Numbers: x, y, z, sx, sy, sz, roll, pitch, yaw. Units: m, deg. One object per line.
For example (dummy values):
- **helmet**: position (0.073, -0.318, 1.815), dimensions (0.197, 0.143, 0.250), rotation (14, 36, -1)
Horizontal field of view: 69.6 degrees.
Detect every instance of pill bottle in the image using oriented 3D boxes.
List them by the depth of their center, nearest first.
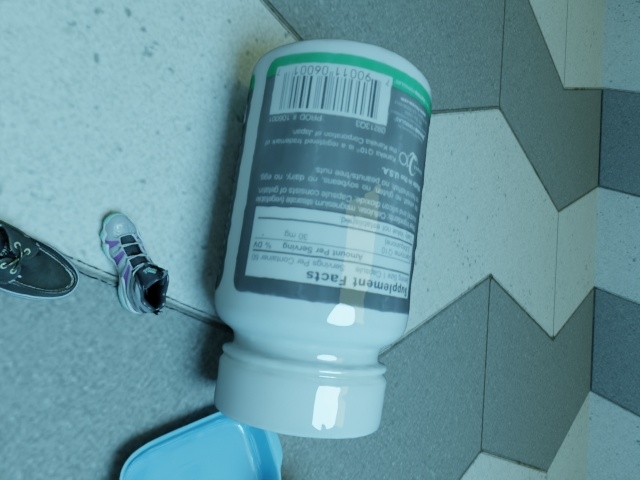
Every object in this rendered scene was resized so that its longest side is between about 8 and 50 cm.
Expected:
- **pill bottle**: position (0.000, 0.000, 0.494), dimensions (0.204, 0.204, 0.360), rotation (16, 80, -46)

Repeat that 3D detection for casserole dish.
- **casserole dish**: position (-0.120, 0.243, 0.468), dimensions (0.189, 0.037, 0.114), rotation (-7, 73, -46)

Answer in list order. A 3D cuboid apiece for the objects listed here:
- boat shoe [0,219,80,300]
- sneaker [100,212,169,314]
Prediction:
- **boat shoe**: position (-0.247, 0.008, 0.346), dimensions (0.142, 0.040, 0.049), rotation (39, 63, -40)
- **sneaker**: position (-0.161, 0.022, 0.418), dimensions (0.038, 0.069, 0.098), rotation (-27, 110, -44)
